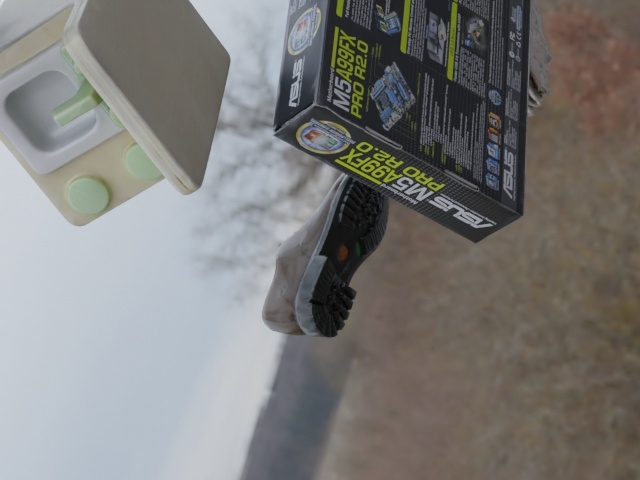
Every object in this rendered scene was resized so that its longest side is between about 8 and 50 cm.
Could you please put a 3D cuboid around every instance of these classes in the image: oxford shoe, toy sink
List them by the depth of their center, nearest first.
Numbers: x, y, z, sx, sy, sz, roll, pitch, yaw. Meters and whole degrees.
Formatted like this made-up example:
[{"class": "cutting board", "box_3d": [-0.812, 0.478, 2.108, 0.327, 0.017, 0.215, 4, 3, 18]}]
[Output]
[{"class": "toy sink", "box_3d": [-0.172, -0.116, 1.353, 0.131, 0.153, 0.234, -29, 26, 19]}, {"class": "oxford shoe", "box_3d": [0.000, 0.000, 1.778, 0.083, 0.096, 0.227, 58, -136, -32]}]

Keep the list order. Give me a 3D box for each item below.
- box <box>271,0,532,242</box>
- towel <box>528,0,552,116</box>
[{"class": "box", "box_3d": [0.075, -0.160, 1.464, 0.060, 0.216, 0.270, -33, 41, 44]}, {"class": "towel", "box_3d": [0.176, -0.273, 1.896, 0.049, 0.187, 0.282, -28, 38, 21]}]
